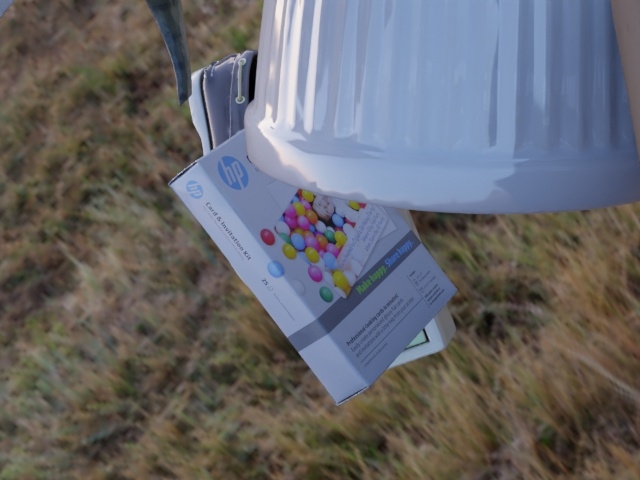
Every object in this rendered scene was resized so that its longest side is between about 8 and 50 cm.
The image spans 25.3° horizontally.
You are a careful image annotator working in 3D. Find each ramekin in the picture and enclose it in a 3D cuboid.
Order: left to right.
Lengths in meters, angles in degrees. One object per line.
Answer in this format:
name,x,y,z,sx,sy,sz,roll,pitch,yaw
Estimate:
ramekin,0.069,-0.091,0.638,0.207,0.109,0.207,0,17,0

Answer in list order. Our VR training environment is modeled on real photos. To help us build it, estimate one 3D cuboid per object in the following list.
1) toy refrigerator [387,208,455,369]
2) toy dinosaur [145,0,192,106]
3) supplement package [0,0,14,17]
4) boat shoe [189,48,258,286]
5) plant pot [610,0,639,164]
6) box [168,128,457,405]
toy refrigerator,0.039,-0.004,1.463,0.102,0.269,0.094,-20,6,15
toy dinosaur,-0.096,-0.222,0.885,0.118,0.268,0.064,-40,43,-19
supplement package,-0.212,-0.164,0.523,0.149,0.203,0.194,37,91,27
boat shoe,-0.084,-0.091,1.836,0.097,0.117,0.324,-24,69,28
plant pot,0.229,-0.027,0.445,0.323,0.323,0.280,-27,68,15
box,0.000,0.000,0.984,0.038,0.186,0.145,-36,2,39
